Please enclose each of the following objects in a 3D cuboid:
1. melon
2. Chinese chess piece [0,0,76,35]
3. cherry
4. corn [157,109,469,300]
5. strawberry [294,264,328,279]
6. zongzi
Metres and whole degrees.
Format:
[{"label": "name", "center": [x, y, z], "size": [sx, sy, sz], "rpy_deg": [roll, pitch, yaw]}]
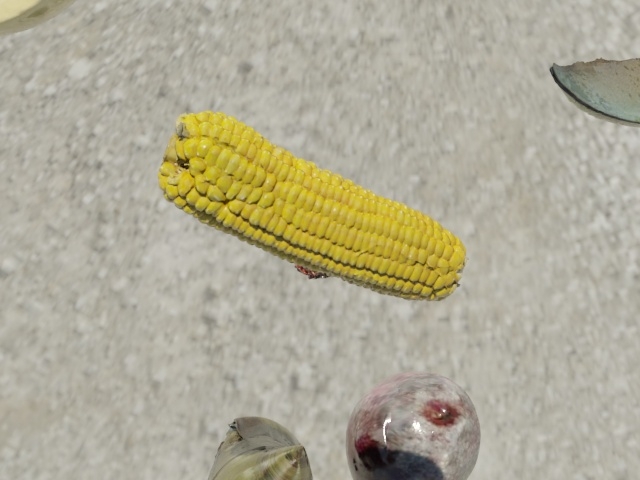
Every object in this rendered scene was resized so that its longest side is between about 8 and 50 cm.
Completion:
[{"label": "melon", "center": [0.361, -0.176, 1.837], "size": [0.182, 0.054, 0.098], "rpy_deg": [-10, 89, -16]}, {"label": "Chinese chess piece", "center": [-0.292, -0.300, 1.300], "size": [0.257, 0.104, 0.257], "rpy_deg": [3, 107, 11]}, {"label": "cherry", "center": [0.127, 0.259, 2.036], "size": [0.195, 0.195, 0.195], "rpy_deg": [1, 109, 3]}, {"label": "corn", "center": [-0.003, -0.020, 1.417], "size": [0.313, 0.102, 0.102], "rpy_deg": [26, 108, -11]}, {"label": "strawberry", "center": [0.000, 0.000, 1.804], "size": [0.083, 0.083, 0.096], "rpy_deg": [6, 107, 1]}, {"label": "zongzi", "center": [-0.056, 0.273, 1.907], "size": [0.138, 0.286, 0.300], "rpy_deg": [22, 127, -5]}]
